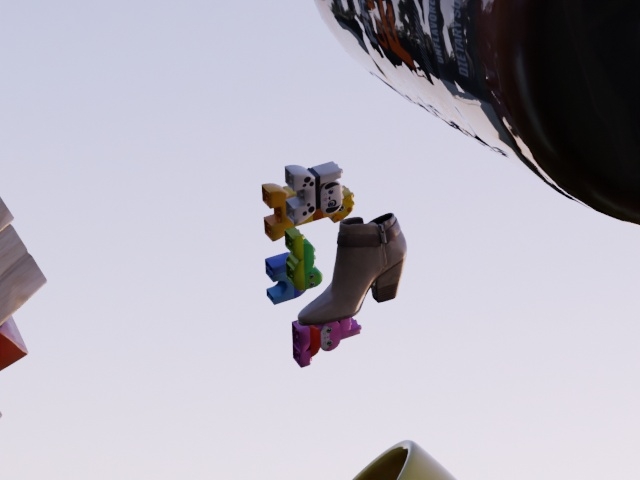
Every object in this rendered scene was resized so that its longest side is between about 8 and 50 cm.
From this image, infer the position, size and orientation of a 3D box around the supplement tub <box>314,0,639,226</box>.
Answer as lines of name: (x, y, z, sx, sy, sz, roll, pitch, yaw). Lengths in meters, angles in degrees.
supplement tub: (0.058, -0.076, 0.477, 0.106, 0.106, 0.198, 28, 6, -24)

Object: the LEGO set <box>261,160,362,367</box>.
LEGO set: (0.000, 0.000, 1.763, 0.093, 0.087, 0.227, -17, -52, -21)

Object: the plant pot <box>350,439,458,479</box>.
plant pot: (0.095, 0.365, 1.756, 0.239, 0.254, 0.254, 41, -27, -3)

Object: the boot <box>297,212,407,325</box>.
boot: (0.027, 0.023, 1.650, 0.042, 0.118, 0.087, 28, -49, 54)

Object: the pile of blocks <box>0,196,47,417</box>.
pile of blocks: (-0.232, 0.104, 0.885, 0.149, 0.362, 0.112, -24, -72, 17)
